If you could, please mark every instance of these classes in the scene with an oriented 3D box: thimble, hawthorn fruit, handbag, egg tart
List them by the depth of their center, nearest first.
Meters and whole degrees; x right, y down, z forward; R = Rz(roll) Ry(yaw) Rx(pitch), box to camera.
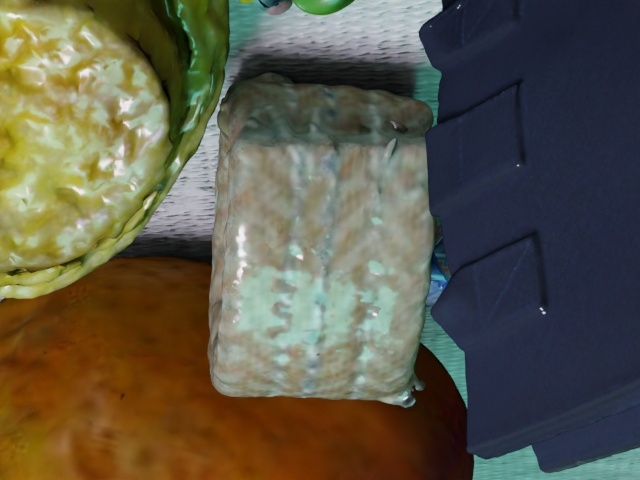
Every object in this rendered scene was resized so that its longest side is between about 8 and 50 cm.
[{"bbox_3d":[0.154,-0.054,0.991,0.118,0.325,0.269,15,153,-35],"label":"handbag"},{"bbox_3d":[-0.173,-0.079,1.048,0.294,0.123,0.294,-11,122,-19],"label":"egg tart"},{"bbox_3d":[-0.001,0.000,1.254,0.148,0.196,0.229,2,124,-7],"label":"thimble"},{"bbox_3d":[-0.113,0.239,1.456,0.472,0.472,0.472,1,153,1],"label":"hawthorn fruit"}]

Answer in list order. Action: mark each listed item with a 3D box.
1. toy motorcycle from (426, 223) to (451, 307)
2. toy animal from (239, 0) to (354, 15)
[{"bbox_3d":[0.155,0.023,1.425,0.205,0.076,0.114,4,146,-6],"label":"toy motorcycle"},{"bbox_3d":[-0.052,-0.181,0.989,0.100,0.103,0.208,-30,140,17],"label":"toy animal"}]
